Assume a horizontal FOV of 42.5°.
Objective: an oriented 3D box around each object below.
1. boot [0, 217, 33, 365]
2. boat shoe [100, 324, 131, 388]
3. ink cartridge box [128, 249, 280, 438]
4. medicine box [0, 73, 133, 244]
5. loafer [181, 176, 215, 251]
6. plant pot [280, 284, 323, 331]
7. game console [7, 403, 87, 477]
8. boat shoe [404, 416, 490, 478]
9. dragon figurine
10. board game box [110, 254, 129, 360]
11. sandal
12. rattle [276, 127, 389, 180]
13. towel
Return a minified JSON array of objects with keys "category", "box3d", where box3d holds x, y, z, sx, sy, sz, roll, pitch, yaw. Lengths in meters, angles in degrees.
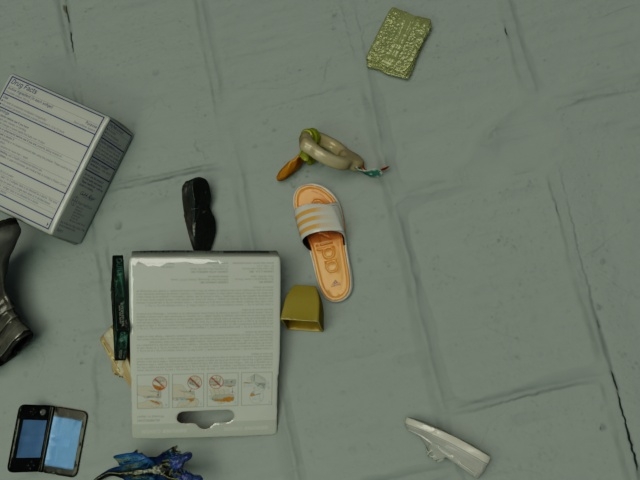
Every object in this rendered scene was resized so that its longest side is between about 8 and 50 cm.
[{"category":"boot","box3d":[-0.686,0.123,1.773,0.223,0.118,0.338,51,127,12]},{"category":"boat shoe","box3d":[-0.423,0.266,1.778,0.059,0.063,0.170,-35,70,16]},{"category":"ink cartridge box","box3d":[-0.240,0.213,1.719,0.308,0.091,0.385,0,98,-8]},{"category":"medicine box","box3d":[-0.610,-0.179,1.828,0.263,0.149,0.289,25,85,12]},{"category":"loafer","box3d":[-0.272,-0.052,1.810,0.061,0.062,0.170,-5,86,47]},{"category":"plant pot","box3d":[-0.033,0.139,1.726,0.081,0.081,0.083,3,68,9]},{"category":"game console","box3d":[-0.586,0.431,1.765,0.085,0.124,0.144,2,80,36]},{"category":"boat shoe","box3d":[0.247,0.416,1.649,0.184,0.066,0.063,27,85,2]},{"category":"dragon figurine","box3d":[-0.373,0.476,1.690,0.289,0.144,0.085,-8,80,8]},{"category":"board game box","box3d":[-0.424,0.142,1.731,0.026,0.126,0.186,-1,53,-17]},{"category":"sandal","box3d":[0.010,-0.002,1.740,0.102,0.076,0.265,-18,79,6]},{"category":"rattle","box3d":[0.027,-0.144,1.766,0.199,0.130,0.143,26,97,-14]},{"category":"towel","box3d":[0.172,-0.434,1.808,0.110,0.027,0.148,23,86,13]}]
